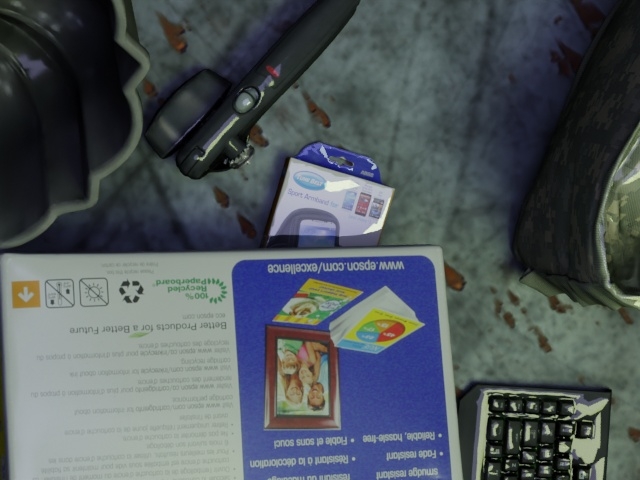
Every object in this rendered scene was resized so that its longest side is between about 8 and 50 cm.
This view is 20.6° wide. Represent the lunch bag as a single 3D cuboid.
[{"bbox_3d":[0.256,-0.070,1.205,0.169,0.235,0.287,35,89,-9],"label":"lunch bag"}]

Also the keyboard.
[{"bbox_3d":[0.191,0.269,1.324,0.201,0.033,0.317,3,94,-9],"label":"keyboard"}]

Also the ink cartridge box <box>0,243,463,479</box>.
[{"bbox_3d":[-0.057,0.158,1.155,0.303,0.072,0.307,-1,81,-17],"label":"ink cartridge box"}]

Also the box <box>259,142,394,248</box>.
[{"bbox_3d":[0.000,0.000,1.278,0.081,0.028,0.136,16,93,-9],"label":"box"}]

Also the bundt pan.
[{"bbox_3d":[-0.265,-0.137,1.057,0.331,0.331,0.124,4,49,-9],"label":"bundt pan"}]

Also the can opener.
[{"bbox_3d":[-0.039,-0.115,1.248,0.186,0.059,0.073,-43,98,-3],"label":"can opener"}]
